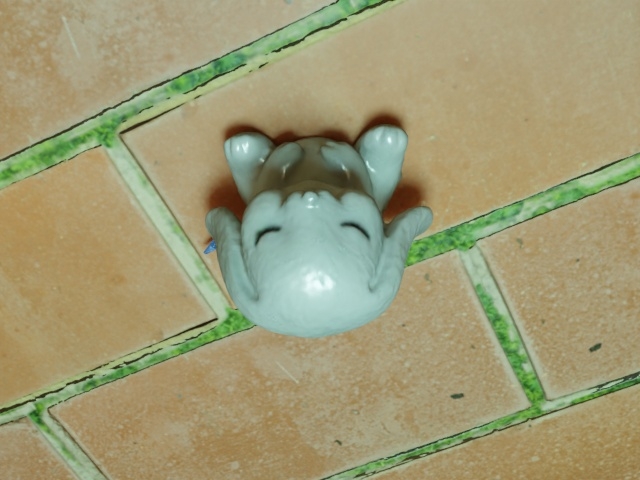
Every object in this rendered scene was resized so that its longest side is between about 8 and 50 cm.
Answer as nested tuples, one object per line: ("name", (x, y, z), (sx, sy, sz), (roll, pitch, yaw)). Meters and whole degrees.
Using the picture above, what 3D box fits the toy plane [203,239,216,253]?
("toy plane", (-0.070, 0.046, 1.177), (0.167, 0.062, 0.054), (36, 116, -9))

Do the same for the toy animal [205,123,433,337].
("toy animal", (0.000, 0.000, 1.028), (0.272, 0.265, 0.205), (-3, 124, -1))
